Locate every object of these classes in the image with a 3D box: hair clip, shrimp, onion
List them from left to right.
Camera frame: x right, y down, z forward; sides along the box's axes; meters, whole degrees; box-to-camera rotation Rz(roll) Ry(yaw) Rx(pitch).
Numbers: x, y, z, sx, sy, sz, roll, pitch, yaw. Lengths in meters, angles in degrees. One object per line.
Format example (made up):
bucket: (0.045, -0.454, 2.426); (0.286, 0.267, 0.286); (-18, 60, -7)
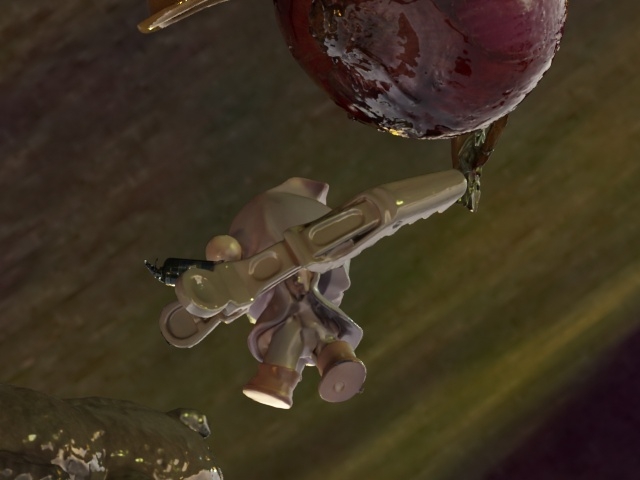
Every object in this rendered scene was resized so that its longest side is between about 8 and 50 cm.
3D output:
hair clip: (0.000, 0.000, 1.061); (0.226, 0.034, 0.072); (-27, 166, -14)
onion: (0.084, -0.221, 1.478); (0.276, 0.276, 0.276); (-35, 172, -6)
shrimp: (0.184, -0.114, 1.913); (0.099, 0.041, 0.180); (-18, -128, 49)

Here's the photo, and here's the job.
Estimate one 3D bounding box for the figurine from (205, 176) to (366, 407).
figurine: (-0.027, 0.054, 1.704); (0.133, 0.276, 0.200); (-35, 131, 22)

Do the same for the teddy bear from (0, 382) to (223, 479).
teddy bear: (-0.188, 0.182, 1.209); (0.236, 0.151, 0.267); (7, 179, 40)

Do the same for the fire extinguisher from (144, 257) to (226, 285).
fire extinguisher: (-0.110, 0.030, 1.449); (0.083, 0.025, 0.038); (5, 143, 3)

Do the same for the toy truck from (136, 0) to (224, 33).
toy truck: (-0.105, -0.370, 1.837); (0.288, 0.211, 0.204); (-24, -173, -2)
